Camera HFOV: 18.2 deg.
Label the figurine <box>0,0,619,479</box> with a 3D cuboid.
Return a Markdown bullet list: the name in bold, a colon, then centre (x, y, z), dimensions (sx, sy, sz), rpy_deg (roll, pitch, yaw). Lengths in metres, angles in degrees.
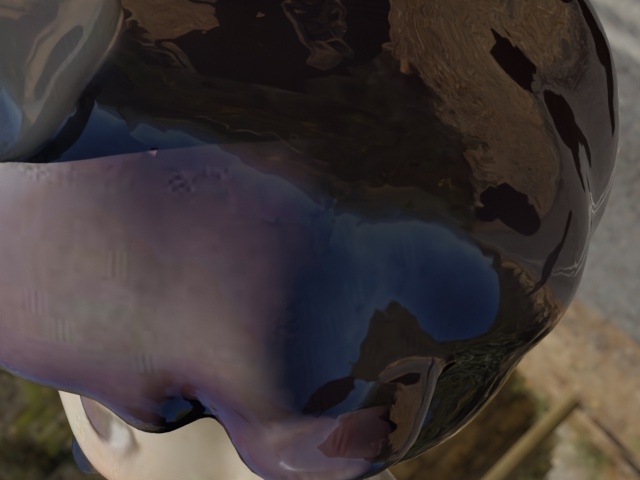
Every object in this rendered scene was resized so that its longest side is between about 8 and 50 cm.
- **figurine**: centre (-0.038, 0.032, 0.632), dimensions (0.206, 0.218, 0.365), rpy_deg (20, 131, 5)
